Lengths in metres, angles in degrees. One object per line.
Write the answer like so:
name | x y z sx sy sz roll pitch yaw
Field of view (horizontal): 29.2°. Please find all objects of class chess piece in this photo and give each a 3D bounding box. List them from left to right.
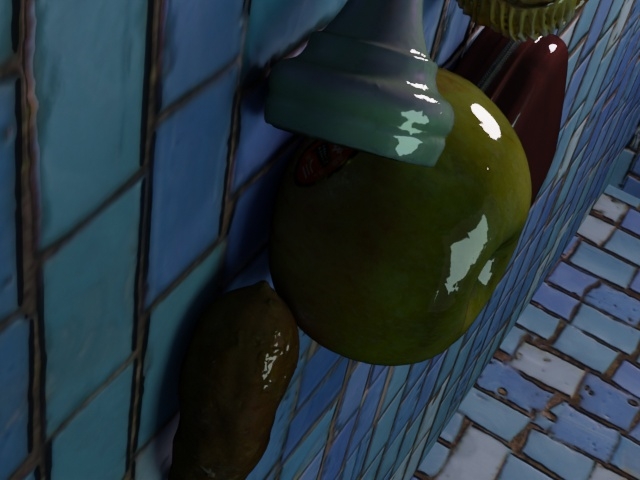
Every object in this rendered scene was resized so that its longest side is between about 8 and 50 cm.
chess piece | 0.055 -0.197 0.879 0.139 0.139 0.271 -6 112 -71

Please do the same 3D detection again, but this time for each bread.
bread | 0.205 -0.281 1.155 0.190 0.132 0.114 -57 166 -10

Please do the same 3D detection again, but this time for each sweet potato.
sweet potato | -0.087 0.155 1.060 0.097 0.097 0.291 -43 160 -49

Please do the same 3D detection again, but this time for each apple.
apple | 0.071 -0.020 1.062 0.261 0.194 0.260 -53 160 -28

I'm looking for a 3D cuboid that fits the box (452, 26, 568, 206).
box | 0.202 -0.102 1.489 0.263 0.108 0.404 -57 164 -15
